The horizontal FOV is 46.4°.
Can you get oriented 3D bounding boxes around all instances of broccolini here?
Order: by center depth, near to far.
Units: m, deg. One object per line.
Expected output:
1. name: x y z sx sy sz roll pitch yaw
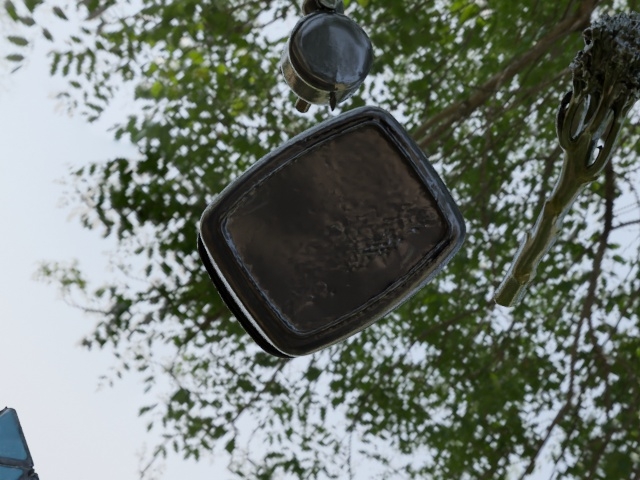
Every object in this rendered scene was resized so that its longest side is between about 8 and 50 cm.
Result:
1. broccolini: 0.257 -0.067 0.795 0.079 0.074 0.392 47 -31 25

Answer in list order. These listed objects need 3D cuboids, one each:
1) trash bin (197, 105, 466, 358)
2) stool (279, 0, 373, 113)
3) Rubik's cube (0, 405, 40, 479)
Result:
1. trash bin: 0.000 0.000 0.668 0.182 0.209 0.290 57 -6 1
2. stool: 0.011 -0.338 1.356 0.153 0.228 0.139 22 -19 -10
3. Rubik's cube: -0.285 0.310 0.685 0.178 0.211 0.191 23 -45 18
